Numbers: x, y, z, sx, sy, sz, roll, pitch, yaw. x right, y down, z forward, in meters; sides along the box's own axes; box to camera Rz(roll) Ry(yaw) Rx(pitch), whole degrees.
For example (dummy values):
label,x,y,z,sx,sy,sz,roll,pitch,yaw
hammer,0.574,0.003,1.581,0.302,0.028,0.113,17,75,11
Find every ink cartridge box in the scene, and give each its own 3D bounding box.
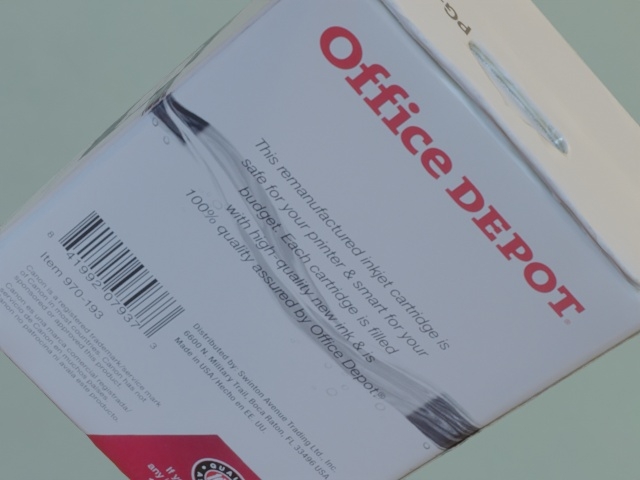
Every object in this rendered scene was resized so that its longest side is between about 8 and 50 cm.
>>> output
label,x,y,z,sx,sy,sz,roll,pitch,yaw
ink cartridge box,0.000,0.000,0.486,0.109,0.150,0.063,48,34,-9
